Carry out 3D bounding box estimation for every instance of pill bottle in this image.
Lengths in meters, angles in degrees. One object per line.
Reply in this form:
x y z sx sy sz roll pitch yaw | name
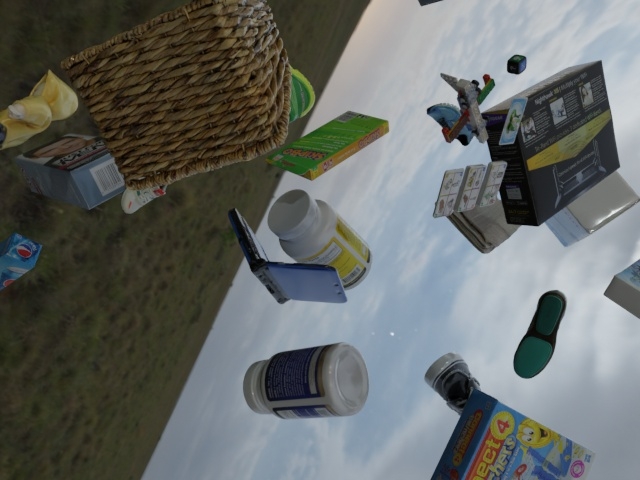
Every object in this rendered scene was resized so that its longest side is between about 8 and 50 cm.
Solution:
0.000 0.000 1.472 0.188 0.334 0.188 -19 -129 25 | pill bottle
-0.038 0.317 1.129 0.264 0.153 0.153 -17 -143 35 | pill bottle

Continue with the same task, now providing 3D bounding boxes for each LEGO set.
0.242 -0.165 0.790 0.182 0.060 0.244 -14 124 -40 | LEGO set

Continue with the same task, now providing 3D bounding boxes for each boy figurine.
-0.559 -0.218 0.915 0.177 0.092 0.285 -10 -147 45 | boy figurine

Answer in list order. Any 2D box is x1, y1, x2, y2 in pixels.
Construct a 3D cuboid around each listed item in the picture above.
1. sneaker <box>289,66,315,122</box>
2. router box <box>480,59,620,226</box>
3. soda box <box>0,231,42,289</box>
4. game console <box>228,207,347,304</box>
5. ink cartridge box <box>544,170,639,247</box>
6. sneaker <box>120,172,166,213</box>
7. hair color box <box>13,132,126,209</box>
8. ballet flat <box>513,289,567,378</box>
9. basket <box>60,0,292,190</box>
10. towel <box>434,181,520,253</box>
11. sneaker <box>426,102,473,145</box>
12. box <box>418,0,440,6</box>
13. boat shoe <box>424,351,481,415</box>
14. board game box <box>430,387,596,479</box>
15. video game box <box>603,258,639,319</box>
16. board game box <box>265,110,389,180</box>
-0.150 -0.392 1.193 0.123 0.295 0.109 -58 -174 -30 | sneaker
0.485 -0.203 1.049 0.309 0.243 0.081 -29 -160 -26 | router box
-0.778 0.063 1.239 0.210 0.071 0.067 -26 -133 27 | soda box
-0.073 0.046 1.243 0.173 0.250 0.293 -26 156 -3 | game console
0.758 -0.152 1.548 0.166 0.285 0.395 -36 166 10 | ink cartridge box
-0.451 -0.130 1.325 0.161 0.075 0.057 -51 145 -11 | sneaker
-0.670 -0.202 1.405 0.185 0.374 0.114 -40 128 -36 | hair color box
0.493 0.208 1.125 0.068 0.072 0.213 -7 117 -58 | ballet flat
-0.194 -0.237 0.802 0.299 0.223 0.213 -14 -157 21 | basket
0.422 -0.073 1.321 0.282 0.187 0.049 -26 162 -50 | towel
0.345 -0.302 1.330 0.063 0.162 0.073 -7 -120 66 | sneaker
0.260 -0.594 1.075 0.180 0.147 0.078 12 74 -66 | box
0.338 0.364 1.226 0.108 0.301 0.102 -39 -130 -4 | boat shoe
0.399 0.525 1.087 0.308 0.302 0.086 -62 -163 -7 | board game box
0.545 0.090 0.714 0.187 0.205 0.048 -20 136 -32 | video game box
0.016 -0.204 1.081 0.259 0.124 0.039 -33 131 -30 | board game box
